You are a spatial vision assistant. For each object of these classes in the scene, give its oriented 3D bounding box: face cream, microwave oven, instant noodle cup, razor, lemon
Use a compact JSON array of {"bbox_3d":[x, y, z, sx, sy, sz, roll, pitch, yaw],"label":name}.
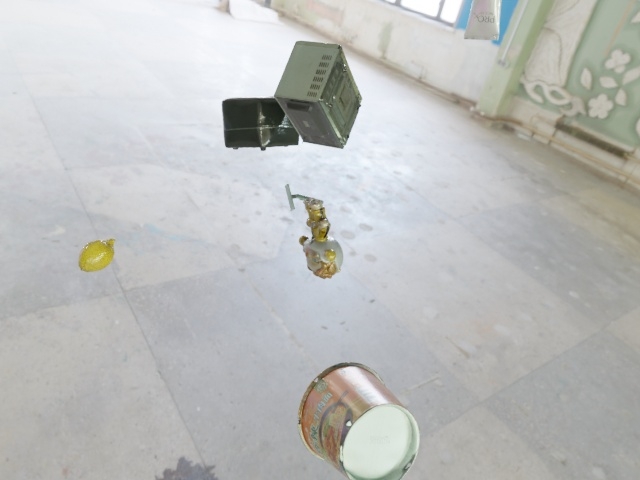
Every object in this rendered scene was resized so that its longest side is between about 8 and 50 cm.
[{"bbox_3d":[0.431,-0.647,1.197,0.092,0.244,0.058,16,30,28],"label":"face cream"},{"bbox_3d":[0.007,-0.324,1.064,0.129,0.163,0.205,14,-12,22],"label":"microwave oven"},{"bbox_3d":[0.088,0.394,0.982,0.230,0.231,0.182,-1,3,-23],"label":"instant noodle cup"},{"bbox_3d":[-0.042,-0.135,1.532,0.211,0.035,0.084,0,74,-59],"label":"razor"},{"bbox_3d":[-0.476,0.029,0.997,0.065,0.065,0.092,31,68,23],"label":"lemon"}]

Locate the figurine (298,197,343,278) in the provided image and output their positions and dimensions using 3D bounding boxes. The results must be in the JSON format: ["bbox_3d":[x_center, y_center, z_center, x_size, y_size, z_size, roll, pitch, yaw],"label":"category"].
[{"bbox_3d":[-0.003,-0.003,0.810,0.068,0.143,0.101,-24,3,-24],"label":"figurine"}]

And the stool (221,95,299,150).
[{"bbox_3d":[-0.162,-0.324,1.286,0.231,0.142,0.232,-2,15,1],"label":"stool"}]
